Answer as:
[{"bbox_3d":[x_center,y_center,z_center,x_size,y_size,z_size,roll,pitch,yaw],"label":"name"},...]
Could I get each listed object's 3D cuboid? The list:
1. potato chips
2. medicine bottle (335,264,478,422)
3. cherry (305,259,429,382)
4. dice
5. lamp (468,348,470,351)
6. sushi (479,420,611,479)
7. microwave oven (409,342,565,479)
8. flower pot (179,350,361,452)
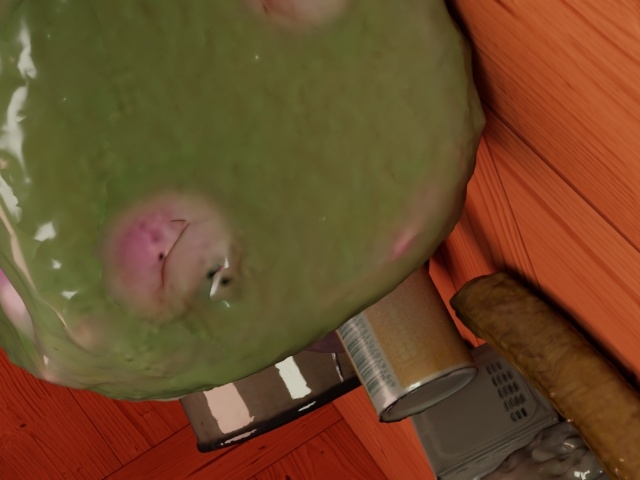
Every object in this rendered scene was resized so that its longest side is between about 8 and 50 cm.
[{"bbox_3d":[0.190,0.110,1.219,0.080,0.057,0.407,54,177,-34],"label":"potato chips"},{"bbox_3d":[-0.004,-0.054,1.417,0.108,0.108,0.426,79,166,-73],"label":"medicine bottle"},{"bbox_3d":[0.000,0.000,1.580,0.213,0.183,0.266,38,146,17],"label":"cherry"},{"bbox_3d":[-0.113,-0.101,1.110,0.322,0.330,0.318,25,143,58],"label":"dice"},{"bbox_3d":[0.189,0.229,1.838,0.266,0.047,0.269,56,174,0],"label":"lamp"},{"bbox_3d":[0.211,0.276,1.224,0.182,0.196,0.343,58,173,-30],"label":"sushi"},{"bbox_3d":[0.176,0.212,1.469,0.208,0.122,0.162,61,-178,-30],"label":"microwave oven"},{"bbox_3d":[-0.079,0.035,1.910,0.330,0.293,0.293,62,174,1],"label":"flower pot"}]
